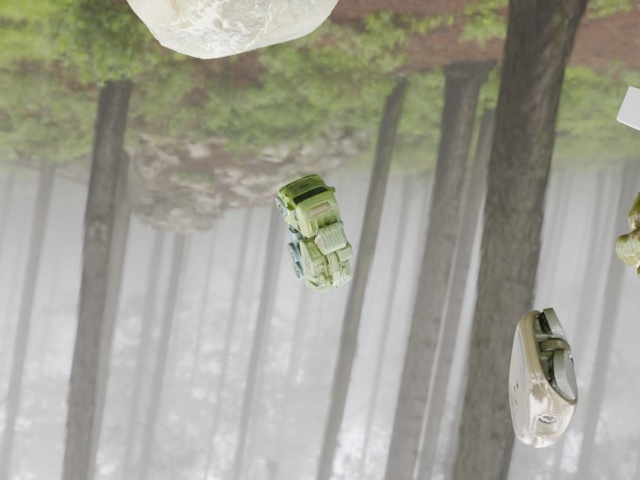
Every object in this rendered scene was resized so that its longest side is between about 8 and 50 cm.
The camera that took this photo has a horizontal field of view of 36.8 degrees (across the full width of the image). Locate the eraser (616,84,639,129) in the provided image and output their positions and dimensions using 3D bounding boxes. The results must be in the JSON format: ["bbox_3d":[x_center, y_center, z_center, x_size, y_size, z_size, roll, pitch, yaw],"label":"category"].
[{"bbox_3d":[0.692,-0.216,1.814,0.076,0.078,0.298,9,-162,-27],"label":"eraser"}]

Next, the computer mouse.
[{"bbox_3d":[0.316,0.199,1.361,0.082,0.145,0.236,-2,140,3],"label":"computer mouse"}]

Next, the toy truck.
[{"bbox_3d":[0.000,0.000,1.540,0.085,0.191,0.116,-23,-146,-17],"label":"toy truck"}]

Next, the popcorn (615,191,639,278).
[{"bbox_3d":[0.451,-0.010,1.076,0.259,0.259,0.212,12,-164,29],"label":"popcorn"}]

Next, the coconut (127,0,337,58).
[{"bbox_3d":[-0.090,-0.329,1.081,0.238,0.237,0.266,13,-149,35],"label":"coconut"}]
